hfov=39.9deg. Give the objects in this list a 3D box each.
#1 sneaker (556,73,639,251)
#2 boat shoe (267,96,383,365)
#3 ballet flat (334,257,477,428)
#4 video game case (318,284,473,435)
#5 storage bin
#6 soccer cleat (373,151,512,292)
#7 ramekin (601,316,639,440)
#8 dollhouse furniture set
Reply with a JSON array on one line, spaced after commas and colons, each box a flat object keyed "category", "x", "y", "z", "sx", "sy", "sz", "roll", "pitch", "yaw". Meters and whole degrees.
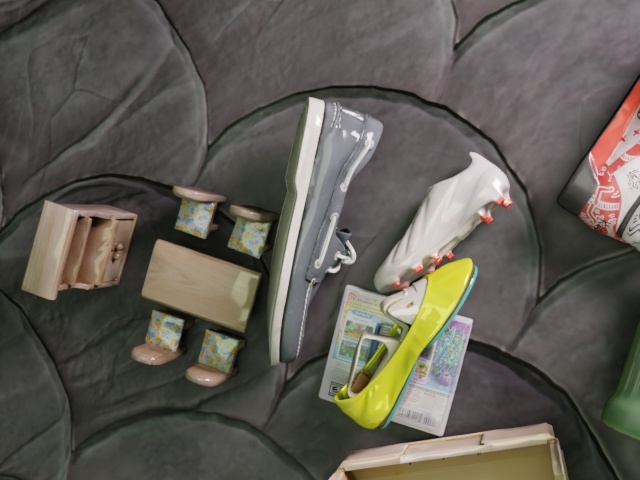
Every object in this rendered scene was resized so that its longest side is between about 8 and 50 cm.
[{"category": "sneaker", "x": 0.384, "y": -0.114, "z": 0.931, "sx": 0.145, "sy": 0.090, "sz": 0.270, "roll": 34, "pitch": 103, "yaw": 10}, {"category": "boat shoe", "x": 0.000, "y": 0.000, "z": 1.021, "sx": 0.099, "sy": 0.116, "sz": 0.320, "roll": 8, "pitch": 102, "yaw": -10}, {"category": "ballet flat", "x": 0.089, "y": 0.109, "z": 0.995, "sx": 0.077, "sy": 0.077, "sz": 0.231, "roll": 28, "pitch": 101, "yaw": -8}, {"category": "video game case", "x": 0.088, "y": 0.141, "z": 1.051, "sx": 0.157, "sy": 0.019, "sz": 0.143, "roll": 15, "pitch": 95, "yaw": 14}, {"category": "storage bin", "x": 0.162, "y": 0.359, "z": 0.985, "sx": 0.262, "sy": 0.123, "sz": 0.261, "roll": -12, "pitch": 89, "yaw": 15}, {"category": "soccer cleat", "x": 0.131, "y": -0.017, "z": 1.015, "sx": 0.196, "sy": 0.068, "sz": 0.076, "roll": -42, "pitch": 67, "yaw": 11}, {"category": "ramekin", "x": 0.433, "y": 0.140, "z": 0.824, "sx": 0.303, "sy": 0.303, "sz": 0.148, "roll": 14, "pitch": 88, "yaw": 14}, {"category": "dollhouse furniture set", "x": -0.197, "y": 0.039, "z": 1.046, "sx": 0.242, "sy": 0.161, "sz": 0.212, "roll": 18, "pitch": 96, "yaw": 13}]
